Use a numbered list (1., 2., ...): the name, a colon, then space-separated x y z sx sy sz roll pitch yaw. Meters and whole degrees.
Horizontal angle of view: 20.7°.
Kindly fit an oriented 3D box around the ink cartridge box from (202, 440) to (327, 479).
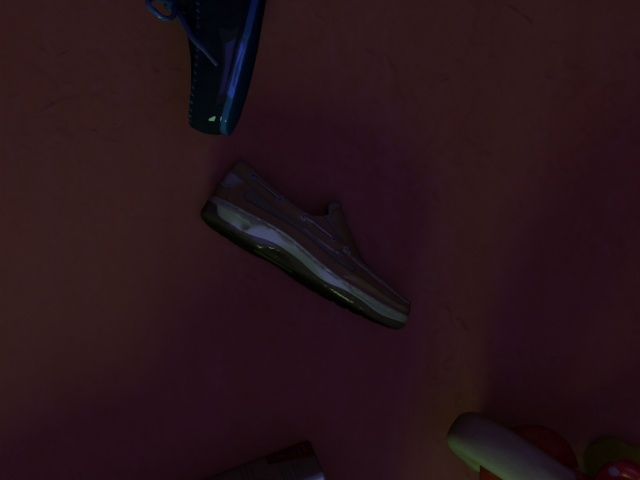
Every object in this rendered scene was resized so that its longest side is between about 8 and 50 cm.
1. ink cartridge box: -0.064 0.258 1.398 0.176 0.128 0.127 -20 98 -3

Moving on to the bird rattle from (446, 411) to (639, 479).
1. bird rattle: 0.185 0.208 1.374 0.207 0.253 0.143 31 92 16

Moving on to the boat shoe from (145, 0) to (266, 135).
1. boat shoe: -0.085 -0.210 1.375 0.089 0.109 0.258 7 79 0

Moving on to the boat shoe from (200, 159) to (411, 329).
1. boat shoe: 0.000 0.000 1.413 0.190 0.068 0.072 33 80 -8
